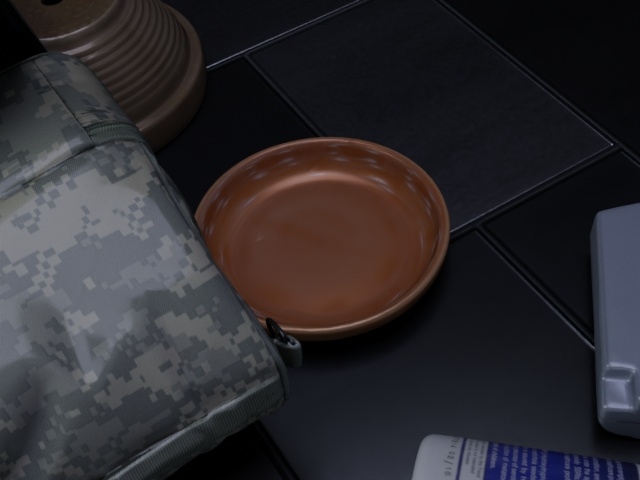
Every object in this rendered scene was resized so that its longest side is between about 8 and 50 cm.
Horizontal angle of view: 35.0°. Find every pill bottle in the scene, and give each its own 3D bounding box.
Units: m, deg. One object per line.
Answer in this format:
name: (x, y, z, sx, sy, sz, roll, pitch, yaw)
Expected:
pill bottle: (0.143, 0.176, 0.568, 0.186, 0.112, 0.112, 6, 50, 12)

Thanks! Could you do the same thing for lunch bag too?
lunch bag: (-0.197, 0.074, 0.626, 0.305, 0.213, 0.256, -31, 56, -16)

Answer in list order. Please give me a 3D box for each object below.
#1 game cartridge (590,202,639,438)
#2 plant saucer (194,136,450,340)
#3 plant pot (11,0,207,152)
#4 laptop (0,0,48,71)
game cartridge: (0.338, 0.051, 0.697, 0.294, 0.060, 0.196, 4, 53, 9)
plant saucer: (0.000, 0.000, 0.787, 0.199, 0.037, 0.200, -4, 49, 4)
plant pot: (-0.226, -0.173, 0.914, 0.237, 0.110, 0.237, -3, 50, 3)
laptop: (-0.408, -0.107, 0.710, 0.382, 0.236, 0.408, -35, 59, -6)
